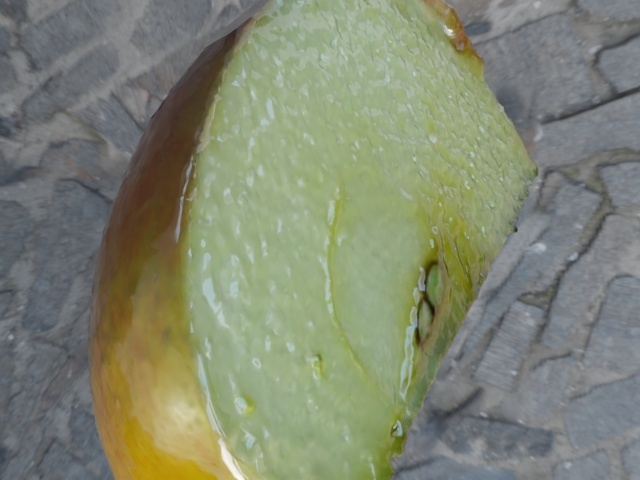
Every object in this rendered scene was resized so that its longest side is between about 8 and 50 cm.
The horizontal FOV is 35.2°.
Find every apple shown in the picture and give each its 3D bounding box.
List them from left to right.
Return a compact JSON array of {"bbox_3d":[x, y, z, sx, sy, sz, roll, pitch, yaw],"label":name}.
[{"bbox_3d":[0.000,0.000,0.518,0.179,0.346,0.254,32,133,7],"label":"apple"}]
